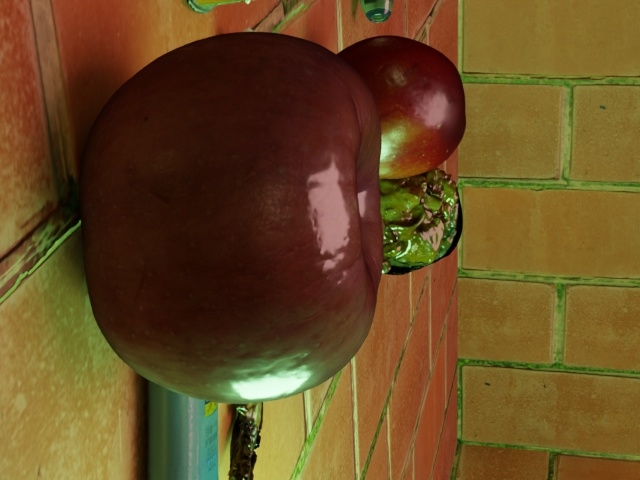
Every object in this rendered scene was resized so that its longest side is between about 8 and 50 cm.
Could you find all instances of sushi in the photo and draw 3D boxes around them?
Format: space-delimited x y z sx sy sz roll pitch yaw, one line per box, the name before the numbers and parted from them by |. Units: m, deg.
sushi | 0.141 -0.043 2.014 0.204 0.213 0.200 117 -47 -88

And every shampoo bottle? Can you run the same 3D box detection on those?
shampoo bottle | -0.131 0.158 1.103 0.104 0.061 0.258 -32 124 -76

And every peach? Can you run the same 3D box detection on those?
peach | 0.089 -0.196 1.657 0.243 0.243 0.199 -57 166 -66

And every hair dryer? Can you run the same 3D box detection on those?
hair dryer | 0.066 -0.475 1.907 0.199 0.067 0.167 45 38 -53

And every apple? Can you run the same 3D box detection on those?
apple | -0.069 -0.019 0.948 0.306 0.235 0.305 0 90 -79

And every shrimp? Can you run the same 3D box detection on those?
shrimp | -0.093 0.199 1.328 0.148 0.035 0.195 82 10 -49

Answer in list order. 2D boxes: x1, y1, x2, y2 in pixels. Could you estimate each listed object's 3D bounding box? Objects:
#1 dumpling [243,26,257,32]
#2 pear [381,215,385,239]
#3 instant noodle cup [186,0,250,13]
dumpling | -0.051 -0.144 1.296 0.199 0.118 0.136 36 68 -42
pear | 0.000 0.000 1.421 0.167 0.167 0.136 -74 173 -45
instant noodle cup | -0.037 -0.340 1.140 0.230 0.182 0.230 3 90 -78
